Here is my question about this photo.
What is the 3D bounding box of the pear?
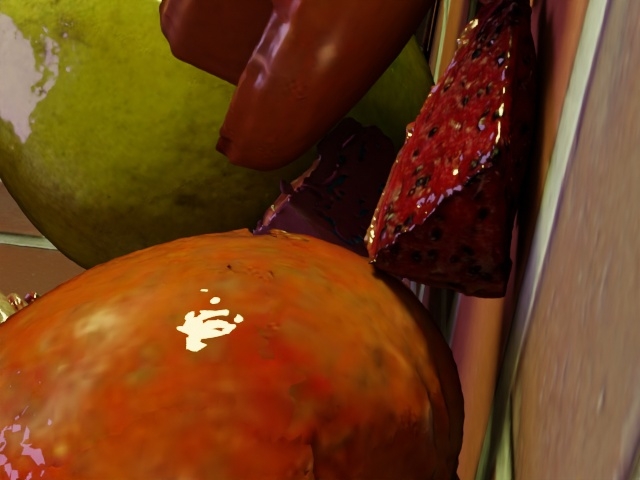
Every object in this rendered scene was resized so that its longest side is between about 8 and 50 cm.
[{"bbox_3d":[-0.090,-0.123,1.295,0.352,0.413,0.352,-160,90,-78],"label":"pear"}]

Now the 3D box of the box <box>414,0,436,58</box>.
[{"bbox_3d":[0.024,-0.258,1.435,0.325,0.180,0.047,97,180,-52],"label":"box"}]

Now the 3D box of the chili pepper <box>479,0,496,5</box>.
[{"bbox_3d":[0.078,-0.163,0.677,0.169,0.088,0.065,82,177,-51],"label":"chili pepper"}]

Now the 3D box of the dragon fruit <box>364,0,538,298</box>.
[{"bbox_3d":[0.077,-0.043,0.686,0.097,0.063,0.131,-39,29,47],"label":"dragon fruit"}]

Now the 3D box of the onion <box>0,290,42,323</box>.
[{"bbox_3d":[-0.055,0.141,0.995,0.349,0.159,0.267,56,-172,-25],"label":"onion"}]

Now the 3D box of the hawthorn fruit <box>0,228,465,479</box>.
[{"bbox_3d":[-0.083,0.136,0.695,0.276,0.307,0.276,-7,-90,-87],"label":"hawthorn fruit"}]

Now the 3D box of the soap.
[{"bbox_3d":[0.000,0.000,1.043,0.162,0.099,0.250,-44,2,4],"label":"soap"}]

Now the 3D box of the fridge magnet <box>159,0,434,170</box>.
[{"bbox_3d":[0.018,-0.214,0.941,0.364,0.155,0.363,-64,3,6],"label":"fridge magnet"}]
